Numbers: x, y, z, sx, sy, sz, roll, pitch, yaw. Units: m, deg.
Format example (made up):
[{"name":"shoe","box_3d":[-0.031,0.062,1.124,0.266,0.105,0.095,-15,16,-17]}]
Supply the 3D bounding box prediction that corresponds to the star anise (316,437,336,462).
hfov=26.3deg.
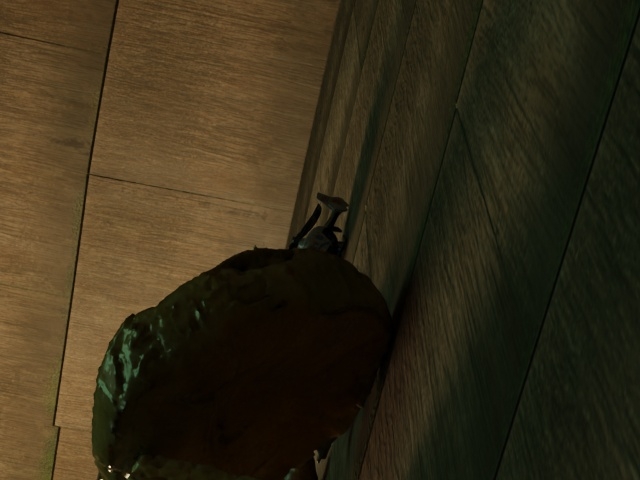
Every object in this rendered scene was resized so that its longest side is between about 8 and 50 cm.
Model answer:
[{"name":"star anise","box_3d":[0.010,0.175,1.550,0.129,0.056,0.124,-93,14,-71]}]

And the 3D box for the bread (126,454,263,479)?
[{"name":"bread","box_3d":[-0.094,0.383,1.257,0.165,0.236,0.375,-65,-12,-56]}]

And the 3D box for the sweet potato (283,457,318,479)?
[{"name":"sweet potato","box_3d":[-0.032,0.341,1.713,0.055,0.058,0.202,26,115,41]}]

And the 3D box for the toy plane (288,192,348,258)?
[{"name":"toy plane","box_3d":[0.001,0.000,1.982,0.053,0.078,0.197,103,-170,-46]}]

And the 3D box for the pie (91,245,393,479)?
[{"name":"pie","box_3d":[-0.072,0.142,1.312,0.083,0.339,0.339,46,136,36]}]
